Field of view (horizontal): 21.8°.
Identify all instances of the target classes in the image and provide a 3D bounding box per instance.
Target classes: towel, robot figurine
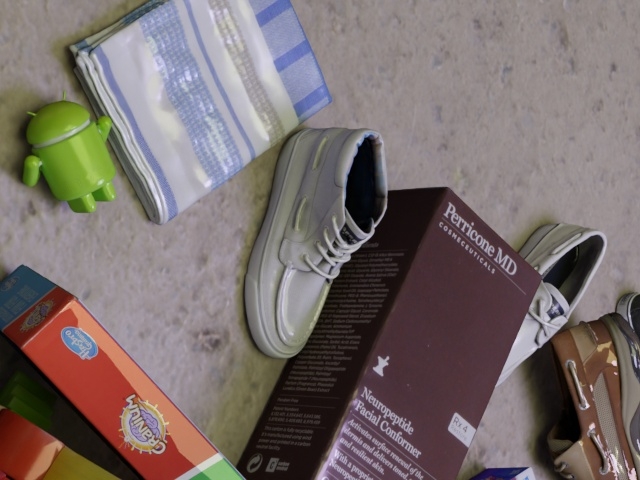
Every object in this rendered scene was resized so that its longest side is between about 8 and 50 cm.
[{"bbox_3d":[-0.116,-0.169,1.748,0.285,0.034,0.209,-38,113,-35],"label":"towel"},{"bbox_3d":[-0.242,-0.084,1.617,0.101,0.067,0.115,-33,110,-27],"label":"robot figurine"}]

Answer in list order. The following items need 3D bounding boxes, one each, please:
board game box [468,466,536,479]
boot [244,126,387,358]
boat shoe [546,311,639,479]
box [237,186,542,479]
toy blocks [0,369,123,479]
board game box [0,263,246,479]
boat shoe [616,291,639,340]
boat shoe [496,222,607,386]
[{"bbox_3d":[0.199,0.470,1.941,0.233,0.078,0.347,-23,97,-39],"label":"board game box"},{"bbox_3d":[0.000,0.000,1.782,0.095,0.123,0.258,15,79,-39],"label":"boot"},{"bbox_3d":[0.340,0.249,2.083,0.119,0.122,0.324,-9,103,-8],"label":"boat shoe"},{"bbox_3d":[0.081,0.149,1.840,0.191,0.143,0.381,40,63,-32],"label":"box"},{"bbox_3d":[-0.238,0.235,1.458,0.381,0.261,0.191,40,74,-27],"label":"toy blocks"},{"bbox_3d":[-0.170,0.168,1.529,0.064,0.242,0.316,-44,108,-11],"label":"board game box"},{"bbox_3d":[0.467,0.163,2.207,0.078,0.070,0.219,-48,118,-30],"label":"boat shoe"},{"bbox_3d":[0.262,0.080,2.024,0.267,0.088,0.096,-46,117,-31],"label":"boat shoe"}]
